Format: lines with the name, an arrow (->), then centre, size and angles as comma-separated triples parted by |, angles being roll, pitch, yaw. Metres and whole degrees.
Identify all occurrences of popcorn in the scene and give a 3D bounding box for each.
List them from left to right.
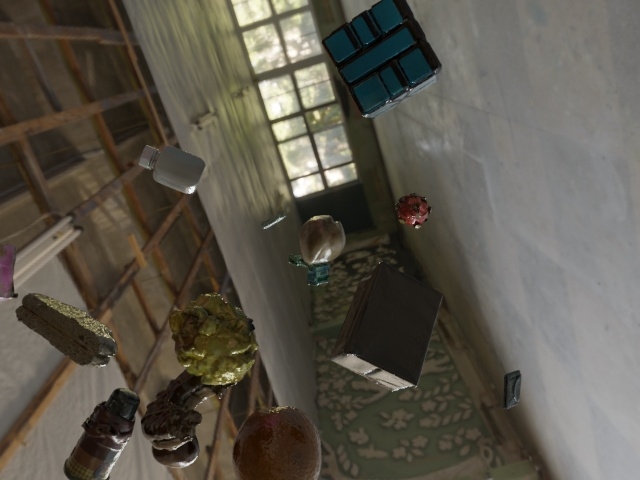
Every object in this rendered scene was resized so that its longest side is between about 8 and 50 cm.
popcorn -> -0.323, 0.294, 1.690 | 0.252, 0.215, 0.286 | -7, -130, -46

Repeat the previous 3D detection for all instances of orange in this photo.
orange -> -0.155, 0.771, 1.990 | 0.322, 0.322, 0.356 | 68, -160, -66

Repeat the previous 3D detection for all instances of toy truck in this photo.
toy truck -> -0.045, 0.094, 1.872 | 0.175, 0.067, 0.081 | 19, 113, 48

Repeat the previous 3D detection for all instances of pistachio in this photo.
pistachio -> 0.000, 0.000, 1.658 | 0.138, 0.153, 0.238 | 42, 177, -5

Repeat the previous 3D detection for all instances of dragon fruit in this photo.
dragon fruit -> 0.233, -0.081, 1.446 | 0.081, 0.086, 0.116 | 67, 167, -20

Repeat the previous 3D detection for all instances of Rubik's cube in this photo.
Rubik's cube -> 0.206, -0.579, 1.807 | 0.283, 0.289, 0.293 | 60, -163, -6

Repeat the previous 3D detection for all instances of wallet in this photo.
wallet -> 0.699, 0.542, 2.048 | 0.026, 0.088, 0.129 | 9, 102, 53

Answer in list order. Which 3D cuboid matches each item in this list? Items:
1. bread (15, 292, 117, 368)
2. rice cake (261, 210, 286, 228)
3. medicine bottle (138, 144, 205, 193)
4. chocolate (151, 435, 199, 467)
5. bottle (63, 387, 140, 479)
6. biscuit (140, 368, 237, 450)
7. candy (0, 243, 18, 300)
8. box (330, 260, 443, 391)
bread -> -0.733, 0.267, 1.676 | 0.337, 0.101, 0.183 | 28, 174, 18
rice cake -> -0.146, -0.064, 1.749 | 0.121, 0.022, 0.022 | -25, 74, 47
medicine bottle -> -0.449, -0.223, 1.705 | 0.069, 0.183, 0.119 | 133, 156, -58
chocolate -> -0.546, 0.774, 2.107 | 0.177, 0.177, 0.176 | -16, -90, -88
bottle -> -0.612, 0.551, 1.598 | 0.143, 0.271, 0.156 | 29, 178, -31
biscuit -> -0.417, 0.499, 1.775 | 0.115, 0.268, 0.366 | 59, -140, -14
candy -> -0.921, 0.095, 1.531 | 0.116, 0.265, 0.155 | 3, -100, -45
box -> 0.223, 0.296, 1.894 | 0.345, 0.251, 0.204 | -66, 7, -27
